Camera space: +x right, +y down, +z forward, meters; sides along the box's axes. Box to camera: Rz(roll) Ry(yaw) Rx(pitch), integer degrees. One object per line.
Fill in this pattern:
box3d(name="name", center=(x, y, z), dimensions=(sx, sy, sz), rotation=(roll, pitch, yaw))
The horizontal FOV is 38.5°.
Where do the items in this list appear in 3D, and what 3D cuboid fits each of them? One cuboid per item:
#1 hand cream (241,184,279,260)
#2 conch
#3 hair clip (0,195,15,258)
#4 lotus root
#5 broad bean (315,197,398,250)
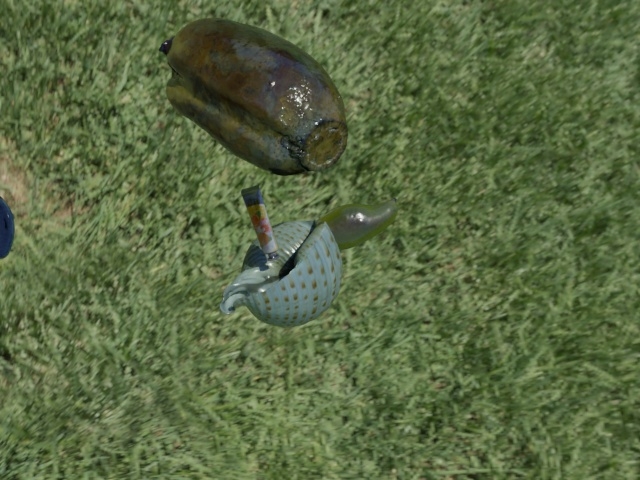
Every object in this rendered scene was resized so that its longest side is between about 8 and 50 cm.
box3d(name="hand cream", center=(-0.079, -0.023, 1.219), dimensions=(0.022, 0.035, 0.102), rotation=(-28, 102, -47))
box3d(name="conch", center=(-0.043, 0.060, 1.284), dimensions=(0.131, 0.172, 0.200), rotation=(55, 53, -29))
box3d(name="hair clip", center=(-0.542, -0.019, 1.220), dimensions=(0.195, 0.206, 0.310), rotation=(-11, 80, 6))
box3d(name="lotus root", center=(-0.079, -0.188, 1.160), dimensions=(0.275, 0.151, 0.160), rotation=(37, 30, 28))
box3d(name="broad bean", center=(-0.001, 0.000, 1.689), dimensions=(0.325, 0.067, 0.075), rotation=(-27, 62, -5))
